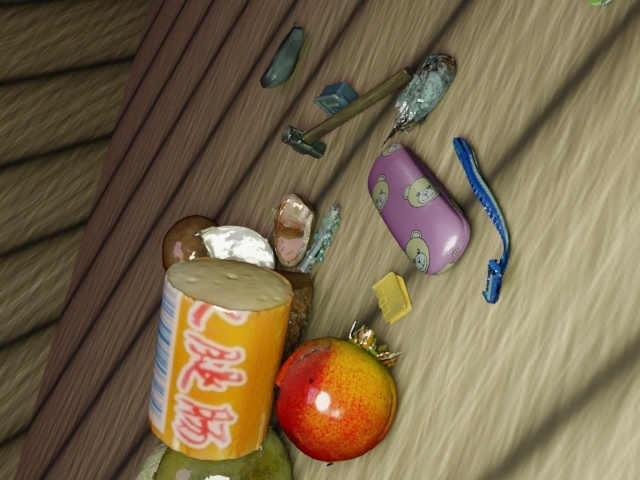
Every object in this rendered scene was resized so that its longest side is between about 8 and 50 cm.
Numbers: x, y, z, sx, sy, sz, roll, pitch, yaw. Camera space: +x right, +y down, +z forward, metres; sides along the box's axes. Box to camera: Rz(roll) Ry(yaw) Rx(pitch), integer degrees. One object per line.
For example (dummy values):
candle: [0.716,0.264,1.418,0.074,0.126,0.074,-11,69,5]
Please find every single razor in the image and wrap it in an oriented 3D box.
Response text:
razor: [0.273,-0.057,0.956,0.056,0.093,0.325,-7,54,6]

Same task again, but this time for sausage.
sausage: [-0.179,0.199,1.017,0.233,0.232,0.288,30,113,54]

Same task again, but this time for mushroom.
mushroom: [-0.184,0.062,1.431,0.161,0.173,0.237,-21,91,1]

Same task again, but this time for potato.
potato: [-0.188,0.515,1.062,0.219,0.269,0.360,113,161,-72]

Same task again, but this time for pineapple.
pineapple: [-0.139,0.236,1.236,0.202,0.201,0.363,31,111,54]

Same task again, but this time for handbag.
handbag: [0.133,0.107,1.063,0.061,0.027,0.083,-41,45,30]

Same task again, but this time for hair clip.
hair clip: [0.000,0.000,1.279,0.049,0.049,0.173,29,90,54]

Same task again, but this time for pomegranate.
pomegranate: [0.033,0.256,0.967,0.235,0.210,0.210,-52,35,-7]

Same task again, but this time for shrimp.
shrimp: [0.189,-0.278,1.138,0.079,0.090,0.233,34,85,34]

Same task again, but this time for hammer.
hammer: [0.064,-0.286,1.287,0.365,0.111,0.044,-24,54,44]

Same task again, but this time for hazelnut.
hazelnut: [-0.359,0.031,1.617,0.214,0.176,0.215,-158,90,-83]

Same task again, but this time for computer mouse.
computer mouse: [-0.098,-0.531,1.671,0.229,0.068,0.113,-62,22,-10]

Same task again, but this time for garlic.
garlic: [-0.063,-0.025,1.322,0.124,0.098,0.175,48,-125,-83]

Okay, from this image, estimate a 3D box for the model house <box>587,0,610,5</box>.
model house: [0.407,-0.621,0.845,0.300,0.323,0.340,-39,45,33]

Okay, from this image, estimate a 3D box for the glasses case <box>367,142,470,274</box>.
glasses case: [0.172,-0.066,1.060,0.123,0.075,0.317,-55,37,26]

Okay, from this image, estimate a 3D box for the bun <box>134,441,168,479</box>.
bun: [-0.326,0.544,1.231,0.153,0.244,0.244,-5,61,9]

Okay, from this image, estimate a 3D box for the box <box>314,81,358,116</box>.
box: [0.042,-0.344,1.388,0.099,0.074,0.054,10,66,54]
